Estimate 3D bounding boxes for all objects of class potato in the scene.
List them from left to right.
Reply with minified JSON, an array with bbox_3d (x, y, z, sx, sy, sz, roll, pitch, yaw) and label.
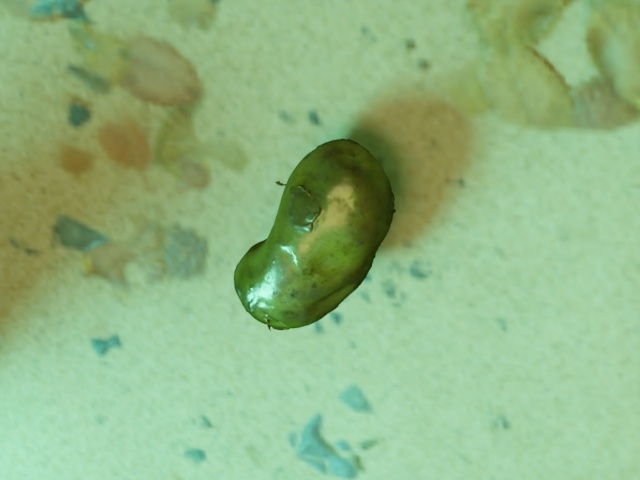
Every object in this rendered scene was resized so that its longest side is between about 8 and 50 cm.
[{"bbox_3d":[0.000,0.000,0.729,0.045,0.046,0.092,53,126,34],"label":"potato"}]
